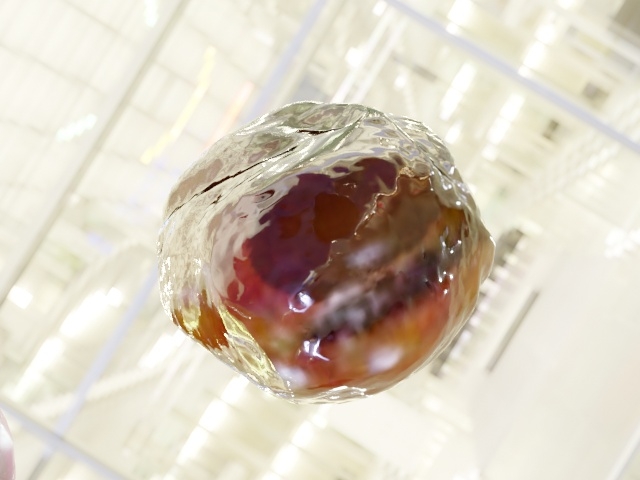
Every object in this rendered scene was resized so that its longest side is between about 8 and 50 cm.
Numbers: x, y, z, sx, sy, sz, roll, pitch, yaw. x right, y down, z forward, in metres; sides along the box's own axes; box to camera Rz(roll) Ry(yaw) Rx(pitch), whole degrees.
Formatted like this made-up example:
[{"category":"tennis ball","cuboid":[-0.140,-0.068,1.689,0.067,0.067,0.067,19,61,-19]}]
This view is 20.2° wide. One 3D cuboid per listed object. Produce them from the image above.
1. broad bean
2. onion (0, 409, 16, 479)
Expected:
[{"category":"broad bean","cuboid":[-0.001,0.004,0.854,0.156,0.122,0.228,-26,14,-2]},{"category":"onion","cuboid":[-0.217,0.140,1.017,0.140,0.150,0.150,-3,42,42]}]
